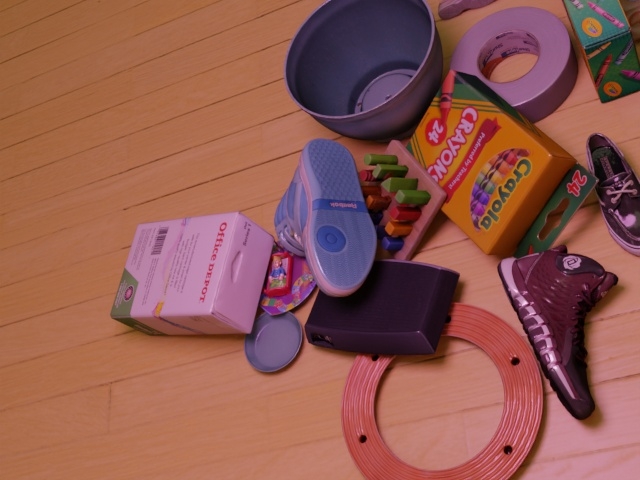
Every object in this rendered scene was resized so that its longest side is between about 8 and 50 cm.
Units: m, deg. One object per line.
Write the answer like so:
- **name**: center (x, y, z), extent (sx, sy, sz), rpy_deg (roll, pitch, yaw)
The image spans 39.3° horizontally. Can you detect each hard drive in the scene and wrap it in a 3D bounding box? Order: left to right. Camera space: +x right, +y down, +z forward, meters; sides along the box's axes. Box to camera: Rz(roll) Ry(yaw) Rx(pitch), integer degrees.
- **hard drive**: center (0.096, 0.107, 1.519), extent (0.254, 0.054, 0.172), rpy_deg (0, 55, 37)

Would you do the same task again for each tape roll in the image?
- **tape roll**: center (0.349, -0.313, 1.622), extent (0.219, 0.072, 0.219), rpy_deg (-13, 59, 23)

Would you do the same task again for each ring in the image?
- **ring**: center (0.190, 0.259, 1.433), extent (0.336, 0.032, 0.337), rpy_deg (-12, 61, 22)

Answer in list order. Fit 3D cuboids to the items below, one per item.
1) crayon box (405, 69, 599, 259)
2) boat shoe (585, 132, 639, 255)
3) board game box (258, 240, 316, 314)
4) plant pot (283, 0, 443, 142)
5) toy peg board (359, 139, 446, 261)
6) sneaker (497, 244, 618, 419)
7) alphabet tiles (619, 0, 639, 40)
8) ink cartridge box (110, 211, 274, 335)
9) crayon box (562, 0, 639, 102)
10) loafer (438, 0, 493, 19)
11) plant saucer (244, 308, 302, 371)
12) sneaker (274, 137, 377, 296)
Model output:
- **crayon box**: center (0.284, -0.117, 1.497), extent (0.318, 0.081, 0.202), rpy_deg (49, 122, 37)
- **boat shoe**: center (0.474, -0.076, 1.430), extent (0.077, 0.070, 0.219), rpy_deg (-26, 55, 14)
- **board game box**: center (-0.083, 0.060, 1.668), extent (0.133, 0.033, 0.168), rpy_deg (-47, 46, -8)
- **plant pot**: center (0.104, -0.303, 1.672), extent (0.293, 0.196, 0.293), rpy_deg (-12, 60, 22)
- **toy peg board**: center (0.115, -0.068, 1.568), extent (0.161, 0.079, 0.161), rpy_deg (54, 130, 37)
- **sneaker**: center (0.391, 0.118, 1.356), extent (0.162, 0.106, 0.281), rpy_deg (-24, 59, 7)
- **alphabet tiles**: center (0.647, -0.493, 1.554), extent (0.285, 0.011, 0.343), rpy_deg (-18, 69, 19)
- **ink cartridge box**: center (-0.241, 0.068, 1.686), extent (0.278, 0.117, 0.201), rpy_deg (-5, 62, 38)
- **crayon box**: center (0.467, -0.398, 1.544), extent (0.081, 0.165, 0.278), rpy_deg (-20, 57, 18)
- **loafer**: center (0.288, -0.477, 1.761), extent (0.125, 0.045, 0.039), rpy_deg (-18, 51, 23)
- **plant saucer**: center (-0.082, 0.184, 1.625), extent (0.119, 0.021, 0.119), rpy_deg (-12, 60, 22)
- **sneaker**: center (0.000, 0.000, 1.581), extent (0.208, 0.127, 0.319), rpy_deg (121, 153, -47)
